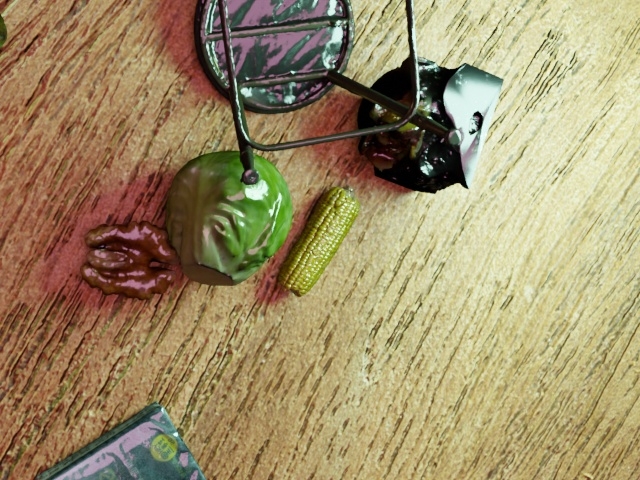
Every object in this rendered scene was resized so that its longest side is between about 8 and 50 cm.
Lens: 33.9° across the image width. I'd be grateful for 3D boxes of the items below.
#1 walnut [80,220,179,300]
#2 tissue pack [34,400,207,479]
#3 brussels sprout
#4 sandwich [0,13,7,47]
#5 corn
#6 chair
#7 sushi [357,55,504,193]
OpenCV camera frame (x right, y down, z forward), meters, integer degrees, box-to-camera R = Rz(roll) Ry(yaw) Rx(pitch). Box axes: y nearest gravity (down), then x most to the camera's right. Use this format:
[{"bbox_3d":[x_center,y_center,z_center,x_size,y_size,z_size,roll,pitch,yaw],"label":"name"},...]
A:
[{"bbox_3d":[-0.339,0.032,1.870,0.170,0.069,0.142,10,91,-18],"label":"walnut"},{"bbox_3d":[-0.352,0.435,1.877,0.257,0.081,0.185,-32,102,-16],"label":"tissue pack"},{"bbox_3d":[-0.163,-0.042,1.862,0.244,0.244,0.244,-1,93,-19],"label":"brussels sprout"},{"bbox_3d":[-0.642,-0.309,1.711,0.250,0.162,0.301,43,97,20],"label":"sandwich"},{"bbox_3d":[0.000,0.000,1.980,0.080,0.080,0.238,31,82,-18],"label":"corn"},{"bbox_3d":[-0.025,-0.339,1.758,0.365,0.410,0.361,-12,108,-14],"label":"chair"},{"bbox_3d":[0.179,-0.222,1.952,0.212,0.227,0.215,21,85,-19],"label":"sushi"}]
